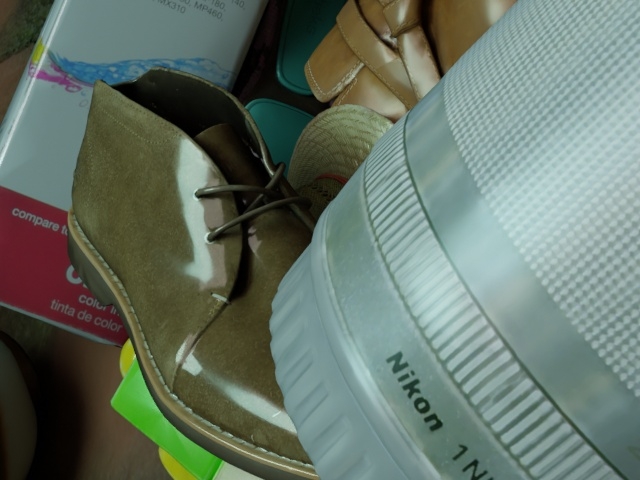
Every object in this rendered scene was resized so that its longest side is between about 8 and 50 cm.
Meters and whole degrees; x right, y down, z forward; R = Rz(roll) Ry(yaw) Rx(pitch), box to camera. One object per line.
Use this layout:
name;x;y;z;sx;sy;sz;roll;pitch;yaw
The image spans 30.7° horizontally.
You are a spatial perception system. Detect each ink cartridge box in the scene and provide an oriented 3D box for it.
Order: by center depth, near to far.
ink cartridge box;-0.149;-0.094;0.826;0.306;0.131;0.226;-67;16;-4

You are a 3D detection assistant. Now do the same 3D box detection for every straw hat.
straw hat;0.000;0.000;0.647;0.144;0.061;0.144;21;118;47

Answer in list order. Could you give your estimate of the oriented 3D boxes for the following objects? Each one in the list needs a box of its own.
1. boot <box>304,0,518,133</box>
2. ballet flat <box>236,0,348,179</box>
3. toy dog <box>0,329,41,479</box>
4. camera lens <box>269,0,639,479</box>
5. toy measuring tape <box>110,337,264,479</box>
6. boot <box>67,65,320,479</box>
boot;0.075;-0.176;0.695;0.220;0.109;0.283;-46;48;28
ballet flat;-0.030;-0.085;0.786;0.079;0.077;0.221;-35;38;59
toy dog;-0.417;0.167;0.869;0.408;0.395;0.284;-16;19;12
camera lens;0.144;-0.004;0.401;0.274;0.219;0.219;-44;42;25
toy measuring tape;0.020;0.138;0.595;0.330;0.121;0.121;32;96;30
boot;-0.039;0.010;0.560;0.305;0.112;0.115;37;131;42
